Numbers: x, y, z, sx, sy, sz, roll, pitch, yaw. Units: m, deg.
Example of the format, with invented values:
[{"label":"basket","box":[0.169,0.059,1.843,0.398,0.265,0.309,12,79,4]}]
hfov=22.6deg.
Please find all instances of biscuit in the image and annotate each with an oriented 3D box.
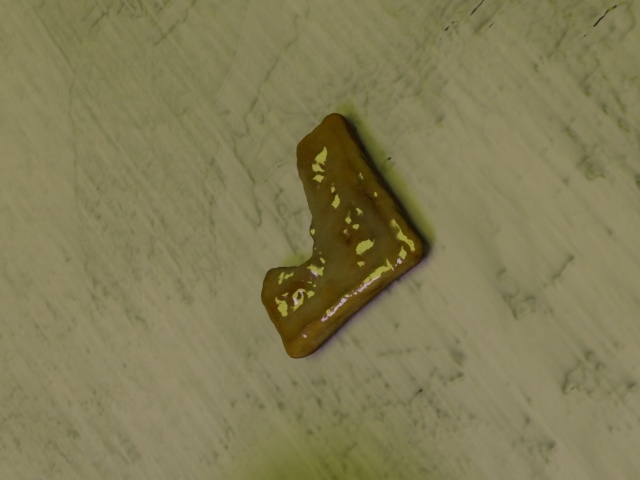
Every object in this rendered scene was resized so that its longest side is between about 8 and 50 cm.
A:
[{"label":"biscuit","box":[0.000,0.000,1.504,0.183,0.039,0.174,-46,63,22]}]
